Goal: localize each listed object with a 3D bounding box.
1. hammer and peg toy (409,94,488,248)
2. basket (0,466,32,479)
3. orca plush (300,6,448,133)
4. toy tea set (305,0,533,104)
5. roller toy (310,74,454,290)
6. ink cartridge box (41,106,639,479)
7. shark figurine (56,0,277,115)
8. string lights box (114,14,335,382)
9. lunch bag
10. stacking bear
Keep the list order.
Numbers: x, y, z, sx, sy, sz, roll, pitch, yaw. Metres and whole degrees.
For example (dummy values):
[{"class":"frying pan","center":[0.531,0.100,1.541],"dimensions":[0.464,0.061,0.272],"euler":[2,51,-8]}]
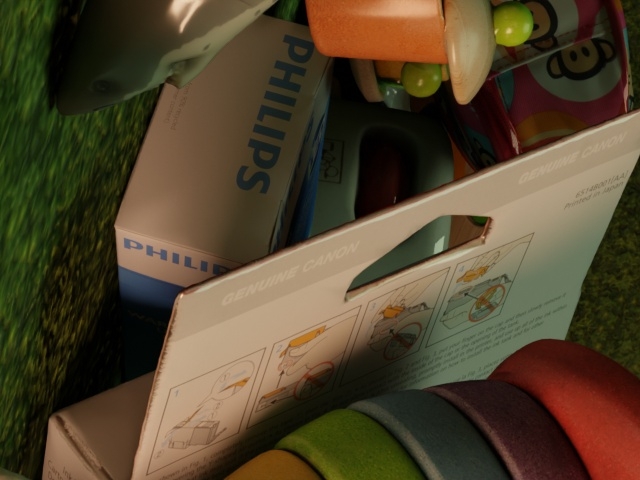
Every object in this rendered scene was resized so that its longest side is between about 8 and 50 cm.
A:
[{"class":"hammer and peg toy","center":[0.106,-0.121,1.502],"dimensions":[0.127,0.266,0.361],"euler":[-5,126,-38]},{"class":"basket","center":[-0.103,0.142,0.492],"dimensions":[0.113,0.103,0.167],"euler":[93,14,-72]},{"class":"orca plush","center":[0.018,-0.120,1.406],"dimensions":[0.102,0.151,0.287],"euler":[-9,123,-52]},{"class":"toy tea set","center":[0.069,-0.185,0.904],"dimensions":[0.200,0.124,0.336],"euler":[74,15,-54]},{"class":"roller toy","center":[0.000,0.000,1.231],"dimensions":[0.191,0.146,0.209],"euler":[-106,-154,-77]},{"class":"ink cartridge box","center":[0.009,0.056,0.900],"dimensions":[0.296,0.066,0.261],"euler":[-21,141,-36]},{"class":"shark figurine","center":[-0.010,-0.184,0.658],"dimensions":[0.166,0.116,0.278],"euler":[-20,-143,51]},{"class":"string lights box","center":[-0.050,0.002,0.988],"dimensions":[0.260,0.077,0.133],"euler":[99,8,-64]},{"class":"lunch bag","center":[0.100,-0.182,1.196],"dimensions":[0.258,0.120,0.293],"euler":[-46,114,-86]},{"class":"stacking bear","center":[0.004,0.159,0.801],"dimensions":[0.164,0.289,0.175],"euler":[51,-29,42]}]
